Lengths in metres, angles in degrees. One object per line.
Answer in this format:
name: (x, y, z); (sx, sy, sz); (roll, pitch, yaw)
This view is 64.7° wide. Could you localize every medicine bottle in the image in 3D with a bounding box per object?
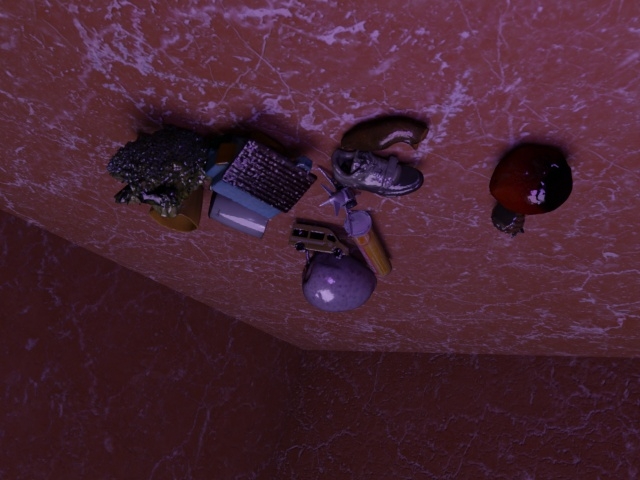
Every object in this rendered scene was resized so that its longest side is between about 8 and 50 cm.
medicine bottle: (0.209, 0.028, 2.073); (0.108, 0.108, 0.426); (3, 155, 23)

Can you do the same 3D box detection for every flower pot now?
flower pot: (-0.557, -0.152, 2.004); (0.195, 0.179, 0.195); (10, 157, 5)

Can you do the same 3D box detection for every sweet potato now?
sweet potato: (0.167, -0.287, 1.432); (0.285, 0.085, 0.112); (-6, 154, 38)

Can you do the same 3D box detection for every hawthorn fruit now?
hawthorn fruit: (0.566, -0.158, 1.398); (0.189, 0.190, 0.251); (21, 169, -16)

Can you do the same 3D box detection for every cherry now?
cherry: (0.068, 0.175, 2.242); (0.334, 0.292, 0.326); (18, 175, 18)

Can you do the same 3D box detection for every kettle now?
kettle: (-0.304, -0.141, 1.951); (0.236, 0.161, 0.221); (20, 128, -7)

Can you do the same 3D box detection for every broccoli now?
broccoli: (-0.499, -0.221, 1.645); (0.277, 0.317, 0.338); (45, -160, 13)

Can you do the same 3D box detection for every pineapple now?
pineapple: (0.631, -0.063, 1.669); (0.108, 0.108, 0.197); (-3, 163, 33)

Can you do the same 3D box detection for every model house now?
model house: (-0.175, -0.246, 1.573); (0.280, 0.230, 0.248); (26, 144, -32)

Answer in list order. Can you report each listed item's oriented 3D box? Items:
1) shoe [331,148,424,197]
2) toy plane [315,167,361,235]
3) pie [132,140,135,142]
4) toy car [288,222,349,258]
shoe: (0.161, -0.216, 1.546); (0.292, 0.109, 0.149); (9, 164, 23)
toy plane: (0.078, -0.141, 1.728); (0.101, 0.251, 0.255); (-27, 174, 21)
pie: (-0.598, -0.264, 1.786); (0.205, 0.179, 0.084); (23, 161, -35)
toy car: (0.000, 0.000, 2.096); (0.256, 0.125, 0.101); (9, 179, 10)
